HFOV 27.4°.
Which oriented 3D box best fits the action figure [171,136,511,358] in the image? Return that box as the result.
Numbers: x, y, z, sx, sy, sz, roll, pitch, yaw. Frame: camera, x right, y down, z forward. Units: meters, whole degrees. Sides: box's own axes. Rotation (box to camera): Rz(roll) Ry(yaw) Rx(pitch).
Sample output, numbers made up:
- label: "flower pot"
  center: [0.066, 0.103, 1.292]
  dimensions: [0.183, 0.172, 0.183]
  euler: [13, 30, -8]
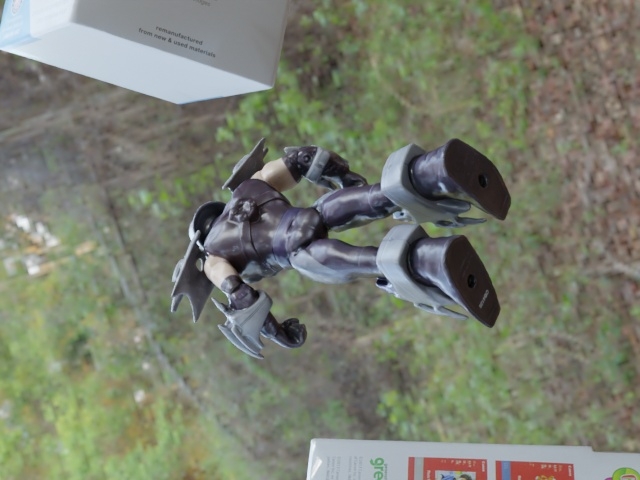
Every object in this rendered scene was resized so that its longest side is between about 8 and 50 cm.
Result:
- label: "action figure"
  center: [0.000, 0.000, 0.978]
  dimensions: [0.099, 0.285, 0.185]
  euler: [38, -118, -41]

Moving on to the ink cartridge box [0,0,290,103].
- label: "ink cartridge box"
  center: [-0.143, -0.284, 1.183]
  dimensions: [0.198, 0.197, 0.270]
  euler: [1, 78, 58]

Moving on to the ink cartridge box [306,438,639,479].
- label: "ink cartridge box"
  center: [0.119, 0.295, 0.866]
  dimensions: [0.130, 0.272, 0.309]
  euler: [84, -171, -48]
